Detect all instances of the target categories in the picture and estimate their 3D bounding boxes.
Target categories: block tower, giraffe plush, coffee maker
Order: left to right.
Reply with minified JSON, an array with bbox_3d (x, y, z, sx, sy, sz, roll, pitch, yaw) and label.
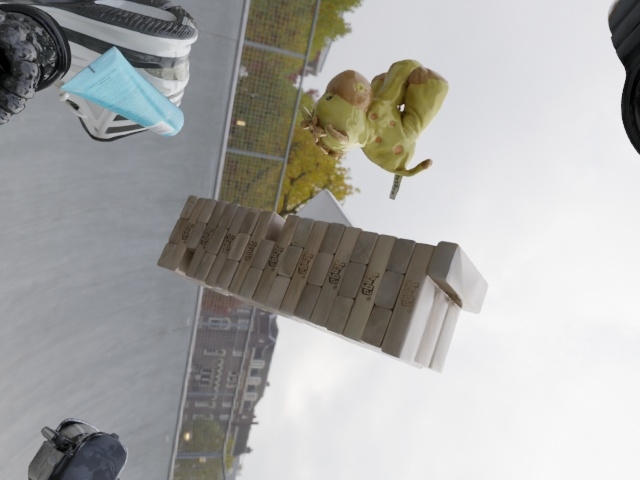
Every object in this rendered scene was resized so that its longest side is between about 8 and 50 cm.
[{"bbox_3d":[-0.414,0.399,0.795,0.178,0.120,0.171,-15,-119,51],"label":"coffee maker"},{"bbox_3d":[-0.024,0.031,0.464,0.336,0.091,0.097,11,-106,37],"label":"block tower"},{"bbox_3d":[0.061,-0.180,0.701,0.181,0.171,0.210,-3,-102,61],"label":"giraffe plush"}]

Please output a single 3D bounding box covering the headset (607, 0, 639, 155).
[{"bbox_3d":[0.361,-0.081,0.389,0.185,0.244,0.394,115,-18,-54],"label":"headset"}]

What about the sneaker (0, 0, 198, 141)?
[{"bbox_3d":[-0.438,-0.283,0.747,0.169,0.448,0.257,-91,-161,-45],"label":"sneaker"}]

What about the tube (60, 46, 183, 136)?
[{"bbox_3d":[-0.255,-0.194,0.649,0.080,0.052,0.207,-40,173,4],"label":"tube"}]

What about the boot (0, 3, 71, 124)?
[{"bbox_3d":[-0.434,-0.152,0.470,0.260,0.348,0.131,-121,-173,-58],"label":"boot"}]

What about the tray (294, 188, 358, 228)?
[{"bbox_3d":[0.000,0.000,0.963,0.145,0.030,0.270,54,-32,1],"label":"tray"}]
